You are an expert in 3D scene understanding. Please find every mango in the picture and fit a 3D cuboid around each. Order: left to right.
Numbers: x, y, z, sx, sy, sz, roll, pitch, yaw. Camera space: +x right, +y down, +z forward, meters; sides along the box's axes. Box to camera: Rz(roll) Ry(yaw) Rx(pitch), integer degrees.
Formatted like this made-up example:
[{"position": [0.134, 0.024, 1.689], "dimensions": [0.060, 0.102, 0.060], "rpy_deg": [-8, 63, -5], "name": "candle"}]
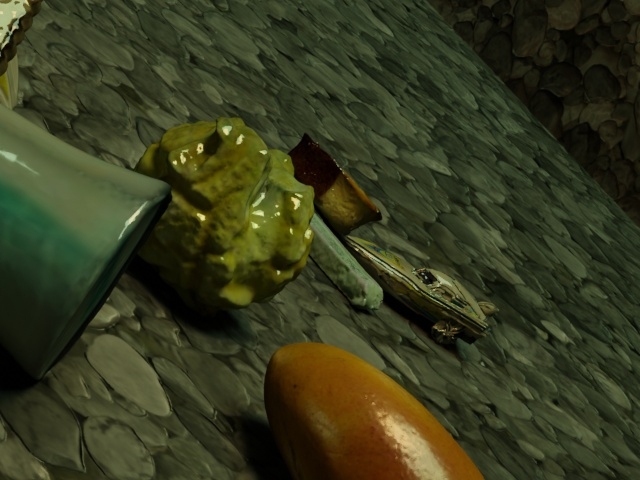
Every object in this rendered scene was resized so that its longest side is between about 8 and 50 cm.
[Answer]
[{"position": [0.041, 0.186, 1.652], "dimensions": [0.257, 0.138, 0.187], "rpy_deg": [50, 7, 12], "name": "mango"}]

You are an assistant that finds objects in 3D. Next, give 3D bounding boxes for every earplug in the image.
[{"position": [-0.298, -0.057, 1.513], "dimensions": [0.324, 0.185, 0.185], "rpy_deg": [35, 17, 2], "name": "earplug"}]

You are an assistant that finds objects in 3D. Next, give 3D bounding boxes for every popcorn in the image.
[{"position": [-0.094, -0.026, 1.844], "dimensions": [0.187, 0.167, 0.185], "rpy_deg": [42, 8, -20], "name": "popcorn"}]

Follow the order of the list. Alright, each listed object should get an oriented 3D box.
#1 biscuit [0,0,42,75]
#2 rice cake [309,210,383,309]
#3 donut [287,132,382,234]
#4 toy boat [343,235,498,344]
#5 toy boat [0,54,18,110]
[{"position": [-0.362, -0.219, 1.718], "dimensions": [0.217, 0.044, 0.324], "rpy_deg": [31, 52, -15], "name": "biscuit"}, {"position": [0.000, 0.000, 2.190], "dimensions": [0.211, 0.034, 0.043], "rpy_deg": [49, 22, 26], "name": "rice cake"}, {"position": [0.011, -0.062, 2.274], "dimensions": [0.140, 0.059, 0.140], "rpy_deg": [50, -1, 2], "name": "donut"}, {"position": [0.109, 0.053, 2.236], "dimensions": [0.210, 0.066, 0.084], "rpy_deg": [33, 17, -19], "name": "toy boat"}, {"position": [-0.363, -0.240, 1.843], "dimensions": [0.269, 0.141, 0.141], "rpy_deg": [42, 17, -3], "name": "toy boat"}]
